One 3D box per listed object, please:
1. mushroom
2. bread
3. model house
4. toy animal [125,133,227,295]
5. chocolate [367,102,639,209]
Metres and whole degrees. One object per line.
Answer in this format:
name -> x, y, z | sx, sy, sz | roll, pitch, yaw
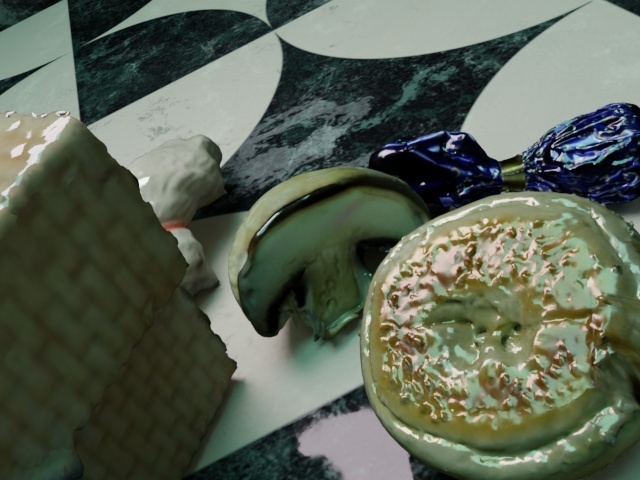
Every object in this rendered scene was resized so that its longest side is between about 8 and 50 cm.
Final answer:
mushroom -> -0.006, -0.004, 0.865 | 0.267, 0.189, 0.164 | -37, 28, -9
bread -> 0.188, 0.098, 0.655 | 0.306, 0.159, 0.305 | -15, 58, 26
model house -> -0.358, 0.165, 0.674 | 0.395, 0.445, 0.399 | -1, 48, 25
toy animal -> -0.209, -0.027, 1.028 | 0.188, 0.266, 0.308 | 20, 15, 24
chocolate -> 0.233, -0.091, 0.866 | 0.344, 0.148, 0.126 | -5, 75, 12
